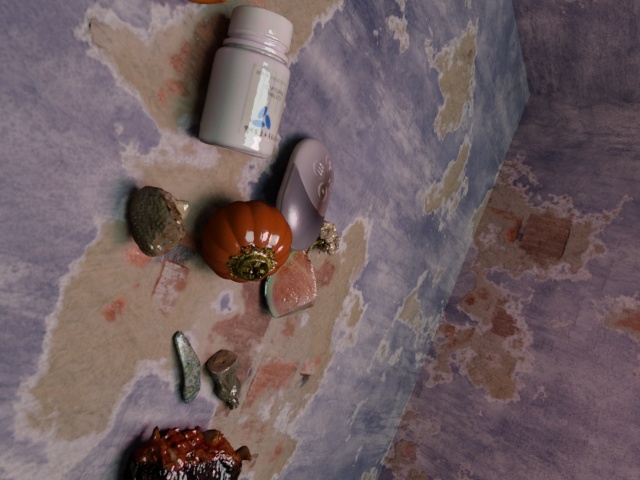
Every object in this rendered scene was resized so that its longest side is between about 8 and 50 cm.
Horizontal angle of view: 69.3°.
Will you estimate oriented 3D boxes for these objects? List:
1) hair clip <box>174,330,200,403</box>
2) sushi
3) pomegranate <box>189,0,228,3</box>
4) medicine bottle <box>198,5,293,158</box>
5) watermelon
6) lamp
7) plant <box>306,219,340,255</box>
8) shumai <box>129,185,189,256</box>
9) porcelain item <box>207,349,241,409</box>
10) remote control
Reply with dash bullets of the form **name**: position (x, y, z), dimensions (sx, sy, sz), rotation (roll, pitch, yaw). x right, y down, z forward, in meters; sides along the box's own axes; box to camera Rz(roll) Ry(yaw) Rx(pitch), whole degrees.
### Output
- **hair clip**: position (-0.340, 0.332, 1.191), dimensions (0.066, 0.036, 0.229), rotation (-37, 133, -48)
- **sushi**: position (-0.328, 0.595, 1.193), dimensions (0.343, 0.196, 0.182), rotation (24, 92, -55)
- **pomegranate**: position (-0.204, -0.553, 0.811), dimensions (0.248, 0.248, 0.248), rotation (-28, 126, -45)
- **medicine bottle**: position (-0.158, -0.338, 1.015), dimensions (0.170, 0.170, 0.293), rotation (3, 102, -54)
- **watermelon**: position (-0.104, 0.130, 1.382), dimensions (0.146, 0.128, 0.231), rotation (-15, 104, -20)
- **lamp**: position (-0.178, 0.004, 1.123), dimensions (0.223, 0.196, 0.223), rotation (-12, 136, -12)
- **plant**: position (0.000, 0.000, 1.491), dimensions (0.122, 0.104, 0.116), rotation (-20, 86, -12)
- **shumai**: position (-0.324, -0.049, 0.967), dimensions (0.116, 0.145, 0.145), rotation (-20, 121, -61)
- **porcelain item**: position (-0.264, 0.414, 1.316), dimensions (0.081, 0.069, 0.215), rotation (-41, 140, -43)
- **remote control**: position (-0.040, -0.130, 1.295), dimensions (0.221, 0.103, 0.332), rotation (49, 52, -55)
